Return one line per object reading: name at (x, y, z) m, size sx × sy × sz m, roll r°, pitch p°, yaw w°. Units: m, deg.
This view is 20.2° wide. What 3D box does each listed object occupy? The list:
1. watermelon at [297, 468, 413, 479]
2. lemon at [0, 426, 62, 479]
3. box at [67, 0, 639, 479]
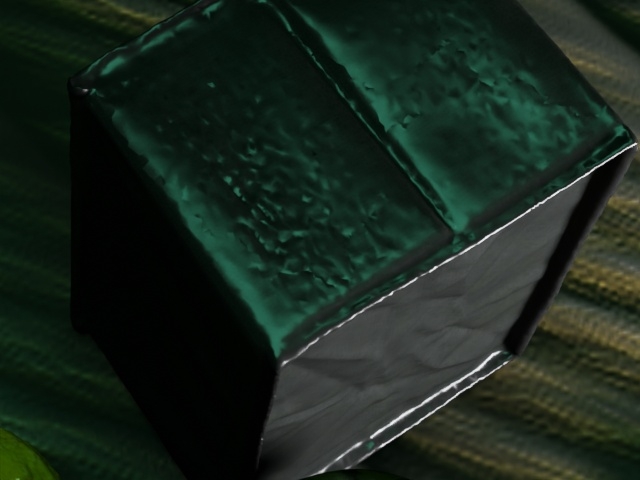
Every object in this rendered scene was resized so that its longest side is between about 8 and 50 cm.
watermelon at (0.023, 0.222, 1.057) m, size 0.188 × 0.214 × 0.188 m, roll 5°, pitch 59°, yaw -8°
lemon at (-0.214, 0.172, 1.121) m, size 0.155 × 0.114 × 0.114 m, roll 30°, pitch 63°, yaw 7°
box at (-0.001, -0.001, 1.108) m, size 0.251 × 0.345 × 0.204 m, roll -31°, pitch 72°, yaw -19°
